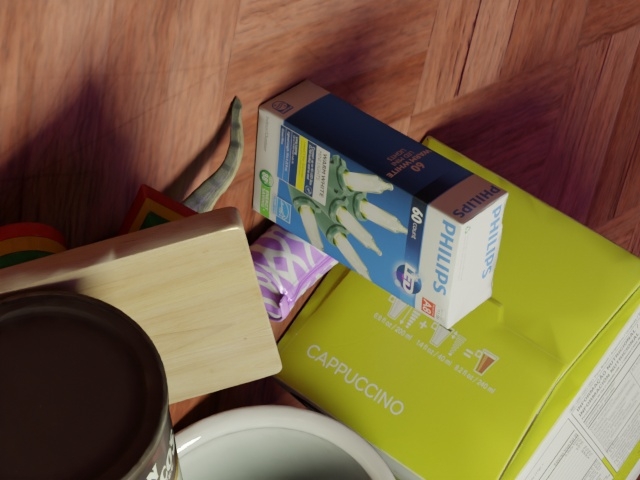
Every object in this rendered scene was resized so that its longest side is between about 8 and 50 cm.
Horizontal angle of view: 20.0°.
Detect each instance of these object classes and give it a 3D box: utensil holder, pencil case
[{"bbox_3d":[-0.034,0.413,2.017,0.327,0.327,0.385,-48,150,-18],"label":"utensil holder"},{"bbox_3d":[0.000,0.000,1.917,0.206,0.088,0.086,-41,144,-26],"label":"pencil case"}]

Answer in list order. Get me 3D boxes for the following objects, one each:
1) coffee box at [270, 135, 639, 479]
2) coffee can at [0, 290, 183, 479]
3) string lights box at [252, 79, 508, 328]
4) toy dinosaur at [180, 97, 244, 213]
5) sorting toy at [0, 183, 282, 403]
[{"bbox_3d":[0.200,0.147,2.103,0.338,0.337,0.334,-54,150,-7],"label":"coffee box"},{"bbox_3d":[-0.216,0.198,1.526,0.201,0.201,0.275,-44,156,-23],"label":"coffee can"},{"bbox_3d":[0.055,-0.039,1.786,0.076,0.259,0.133,-33,141,-37],"label":"string lights box"},{"bbox_3d":[-0.132,0.000,1.749,0.268,0.064,0.118,-52,144,-17],"label":"toy dinosaur"},{"bbox_3d":[-0.182,0.054,1.597,0.257,0.089,0.255,-15,147,-2],"label":"sorting toy"}]
